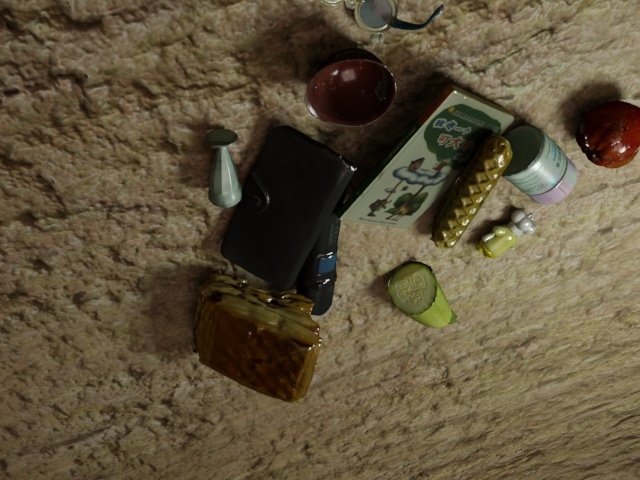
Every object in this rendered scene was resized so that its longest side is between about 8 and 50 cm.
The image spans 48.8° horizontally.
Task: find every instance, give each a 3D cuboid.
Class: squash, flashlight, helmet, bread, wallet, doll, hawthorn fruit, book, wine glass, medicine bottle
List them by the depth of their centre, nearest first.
[{"bbox_3d":[0.050,-0.305,1.355,0.175,0.106,0.155,-15,136,1],"label":"helmet"},{"bbox_3d":[-0.198,-0.149,1.450,0.073,0.073,0.155,-6,130,-13],"label":"wine glass"},{"bbox_3d":[-0.079,-0.069,1.518,0.197,0.051,0.378,30,124,1],"label":"wallet"},{"bbox_3d":[0.227,-0.164,1.533,0.260,0.043,0.371,4,135,-49],"label":"book"},{"bbox_3d":[0.665,-0.248,1.592,0.172,0.148,0.148,-43,133,-3],"label":"hawthorn fruit"},{"bbox_3d":[0.490,-0.170,1.607,0.135,0.135,0.168,-42,131,21],"label":"medicine bottle"},{"bbox_3d":[0.340,-0.102,1.619,0.084,0.077,0.368,-32,157,-31],"label":"bread"},{"bbox_3d":[0.000,0.000,1.634,0.103,0.103,0.424,-5,131,-13],"label":"flashlight"},{"bbox_3d":[-0.144,0.223,1.708,0.324,0.167,0.278,24,131,9],"label":"bread"},{"bbox_3d":[0.476,-0.015,1.798,0.162,0.062,0.106,-39,136,19],"label":"doll"},{"bbox_3d":[0.288,0.185,1.883,0.137,0.137,0.287,-29,136,10],"label":"squash"}]

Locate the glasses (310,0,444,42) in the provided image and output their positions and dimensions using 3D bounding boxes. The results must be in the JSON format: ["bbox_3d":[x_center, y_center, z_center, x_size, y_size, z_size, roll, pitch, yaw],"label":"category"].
[{"bbox_3d":[0.109,-0.430,1.210,0.189,0.220,0.088,24,82,-33],"label":"glasses"}]
